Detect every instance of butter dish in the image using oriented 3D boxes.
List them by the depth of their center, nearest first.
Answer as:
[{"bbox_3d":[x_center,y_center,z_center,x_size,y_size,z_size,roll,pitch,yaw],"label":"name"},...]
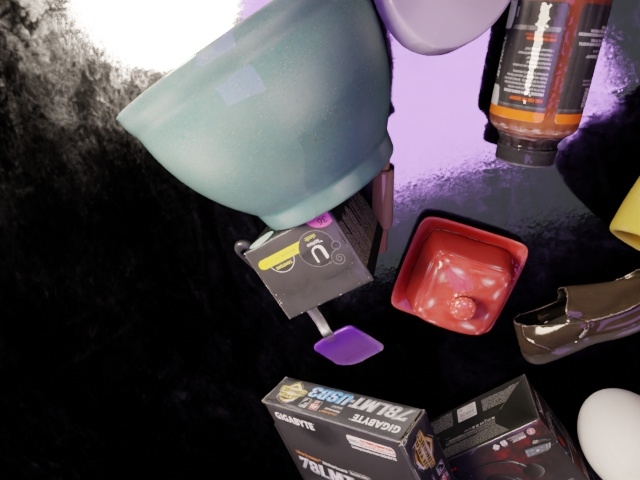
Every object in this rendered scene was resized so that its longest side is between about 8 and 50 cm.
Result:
[{"bbox_3d":[0.191,0.069,0.715,0.160,0.118,0.159,18,113,1],"label":"butter dish"}]

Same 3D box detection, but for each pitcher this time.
[{"bbox_3d":[0.467,0.301,0.721,0.178,0.207,0.125,-8,111,12],"label":"pitcher"}]

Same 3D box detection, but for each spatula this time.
[{"bbox_3d":[-0.022,0.100,0.784,0.084,0.030,0.296,-34,113,23],"label":"spatula"}]

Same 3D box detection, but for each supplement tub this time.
[{"bbox_3d":[0.257,-0.188,0.604,0.106,0.106,0.197,7,113,6],"label":"supplement tub"}]

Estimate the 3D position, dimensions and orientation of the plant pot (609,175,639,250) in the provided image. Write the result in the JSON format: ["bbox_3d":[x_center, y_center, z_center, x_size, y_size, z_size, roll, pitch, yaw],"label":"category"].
[{"bbox_3d":[0.498,-0.059,0.558,0.254,0.254,0.239,27,100,-3],"label":"plant pot"}]

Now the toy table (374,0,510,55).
[{"bbox_3d":[0.158,-0.321,0.469,0.252,0.161,0.274,9,89,-21],"label":"toy table"}]

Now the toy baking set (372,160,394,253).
[{"bbox_3d":[0.009,-0.045,0.748,0.197,0.030,0.256,-1,112,12],"label":"toy baking set"}]

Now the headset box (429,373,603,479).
[{"bbox_3d":[0.319,0.392,0.834,0.218,0.110,0.293,-34,103,20],"label":"headset box"}]

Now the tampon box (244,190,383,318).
[{"bbox_3d":[0.000,0.000,0.661,0.120,0.161,0.101,-28,104,21],"label":"tampon box"}]

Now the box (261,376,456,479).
[{"bbox_3d":[0.076,0.365,0.807,0.296,0.073,0.293,-3,119,46],"label":"box"}]

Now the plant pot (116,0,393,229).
[{"bbox_3d":[-0.039,-0.137,0.577,0.293,0.293,0.196,-29,110,19],"label":"plant pot"}]

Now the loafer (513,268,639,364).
[{"bbox_3d":[0.368,0.096,0.719,0.220,0.080,0.078,-34,104,20],"label":"loafer"}]
